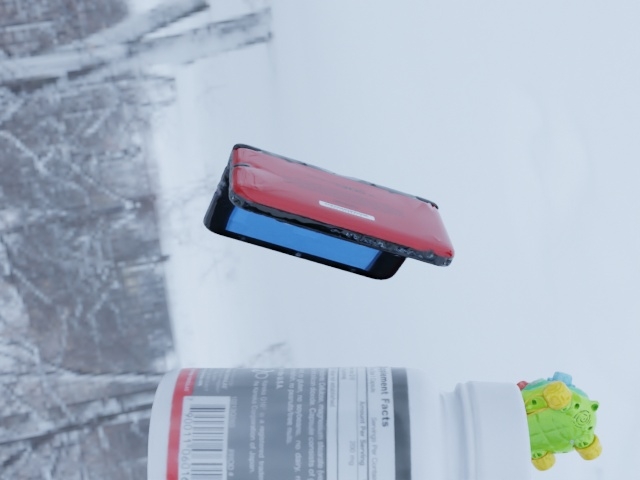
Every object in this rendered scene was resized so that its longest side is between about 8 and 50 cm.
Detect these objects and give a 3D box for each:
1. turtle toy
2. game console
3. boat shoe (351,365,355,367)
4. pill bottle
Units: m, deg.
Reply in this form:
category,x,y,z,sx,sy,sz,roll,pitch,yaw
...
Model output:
category,x,y,z,sx,sy,sz,roll,pitch,yaw
turtle toy,0.216,0.174,1.108,0.095,0.130,0.066,57,-149,-23
game console,0.000,0.000,0.726,0.124,0.144,0.085,-99,26,-65
boat shoe,0.001,0.244,1.176,0.258,0.084,0.095,-58,-5,38
pill bottle,0.015,0.181,0.887,0.161,0.283,0.161,0,-90,-89
